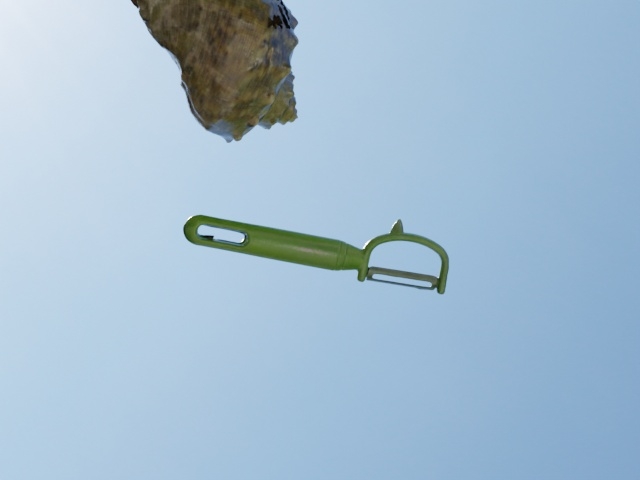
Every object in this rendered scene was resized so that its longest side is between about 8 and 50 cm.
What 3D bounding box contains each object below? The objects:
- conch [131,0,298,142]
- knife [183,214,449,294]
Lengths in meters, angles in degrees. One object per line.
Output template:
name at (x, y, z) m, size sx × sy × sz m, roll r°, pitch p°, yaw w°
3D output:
conch at (-0.099, -0.162, 0.862) m, size 0.155 × 0.207 × 0.130 m, roll -21°, pitch -144°, yaw 56°
knife at (0.000, 0.000, 0.840) m, size 0.015 × 0.212 × 0.054 m, roll -115°, pitch -145°, yaw -74°
